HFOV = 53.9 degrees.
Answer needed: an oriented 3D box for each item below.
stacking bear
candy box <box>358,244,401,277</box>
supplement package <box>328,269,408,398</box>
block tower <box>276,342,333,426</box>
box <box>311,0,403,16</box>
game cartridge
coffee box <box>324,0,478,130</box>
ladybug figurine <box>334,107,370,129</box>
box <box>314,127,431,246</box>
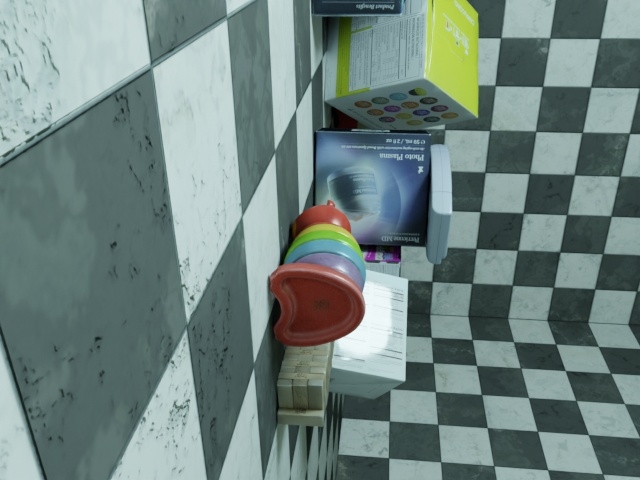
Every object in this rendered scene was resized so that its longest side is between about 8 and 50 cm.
[{"bbox_3d":[0.002,0.036,1.181,0.289,0.164,0.176,-87,176,-55],"label":"stacking bear"},{"bbox_3d":[0.099,0.053,1.688,0.159,0.233,0.071,-71,162,-67],"label":"candy box"},{"bbox_3d":[0.086,0.230,1.565,0.199,0.197,0.263,125,-26,-58],"label":"supplement package"},{"bbox_3d":[-0.020,0.222,1.299,0.336,0.090,0.097,-80,169,-57],"label":"block tower"},{"bbox_3d":[0.099,-0.745,1.451,0.294,0.211,0.396,-73,165,-58],"label":"box"},{"bbox_3d":[0.304,-0.110,1.634,0.297,0.062,0.198,-81,167,-48],"label":"game cartridge"},{"bbox_3d":[0.245,-0.537,1.834,0.337,0.334,0.339,15,75,-52],"label":"coffee box"},{"bbox_3d":[0.133,-0.451,2.175,0.305,0.161,0.450,-33,125,-82],"label":"ladybug figurine"},{"bbox_3d":[0.137,-0.145,1.676,0.183,0.296,0.294,-66,158,-76],"label":"box"}]
